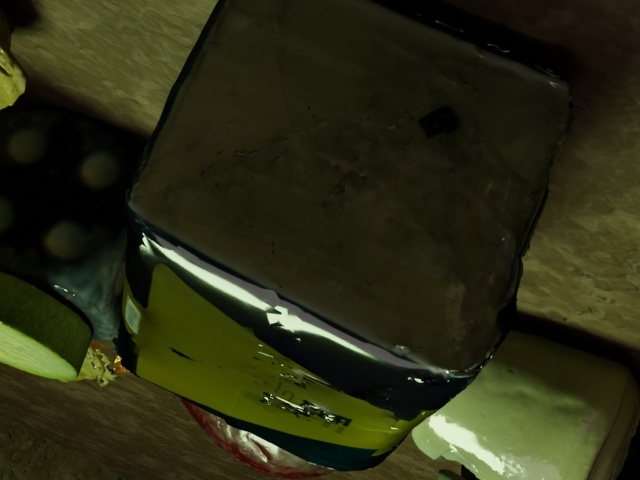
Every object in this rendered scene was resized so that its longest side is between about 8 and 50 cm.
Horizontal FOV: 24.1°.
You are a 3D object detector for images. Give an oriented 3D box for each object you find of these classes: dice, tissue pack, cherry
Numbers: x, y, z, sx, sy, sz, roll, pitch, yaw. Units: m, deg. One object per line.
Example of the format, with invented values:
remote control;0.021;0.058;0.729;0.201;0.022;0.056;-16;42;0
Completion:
dice;-0.255;-0.014;1.513;0.182;0.183;0.181;20;160;9
tissue pack;0.000;0.000;1.135;0.264;0.253;0.416;24;160;-2
cherry;-0.053;0.146;1.663;0.300;0.203;0.230;30;-158;2

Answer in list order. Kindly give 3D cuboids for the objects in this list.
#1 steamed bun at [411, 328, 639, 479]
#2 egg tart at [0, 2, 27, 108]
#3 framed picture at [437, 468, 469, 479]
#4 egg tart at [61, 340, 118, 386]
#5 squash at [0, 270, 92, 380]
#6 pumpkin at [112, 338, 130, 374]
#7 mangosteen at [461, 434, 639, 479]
steamed bun;0.201;0.186;1.540;0.225;0.170;0.200;19;166;17
egg tart;-0.332;-0.189;1.288;0.191;0.074;0.191;22;162;8
framed picture;0.188;0.409;1.617;0.016;0.289;0.213;-8;-172;-22
egg tart;-0.387;0.101;2.013;0.279;0.095;0.279;45;168;13
squash;-0.348;0.068;1.491;0.252;0.049;0.252;20;163;6
pumpkin;-0.233;0.121;1.997;0.290;0.095;0.258;15;158;44
mangosteen;0.331;0.398;1.701;0.435;0.382;0.382;36;165;16
